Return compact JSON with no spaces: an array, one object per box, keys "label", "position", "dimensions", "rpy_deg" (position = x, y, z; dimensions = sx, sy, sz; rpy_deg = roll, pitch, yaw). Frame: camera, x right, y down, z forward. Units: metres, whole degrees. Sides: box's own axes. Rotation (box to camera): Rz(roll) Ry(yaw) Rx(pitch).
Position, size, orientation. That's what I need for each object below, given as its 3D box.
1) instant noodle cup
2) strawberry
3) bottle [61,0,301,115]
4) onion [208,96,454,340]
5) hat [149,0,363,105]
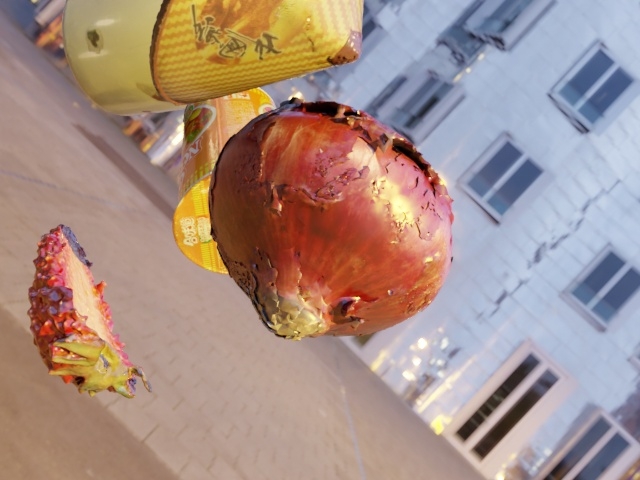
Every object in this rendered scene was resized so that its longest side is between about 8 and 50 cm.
[{"label":"instant noodle cup","position":[-0.089,-0.082,0.964],"dimensions":[0.168,0.168,0.185],"rpy_deg":[45,22,-43]},{"label":"strawberry","position":[-0.281,0.090,0.976],"dimensions":[0.208,0.087,0.167],"rpy_deg":[57,-3,48]},{"label":"bottle","position":[-0.145,-0.290,1.127],"dimensions":[0.351,0.229,0.229],"rpy_deg":[-2,-30,32]},{"label":"onion","position":[0.000,0.000,0.581],"dimensions":[0.184,0.184,0.147],"rpy_deg":[44,42,-17]},{"label":"hat","position":[-0.007,-0.136,0.517],"dimensions":[0.082,0.193,0.193],"rpy_deg":[41,-1,10]}]
